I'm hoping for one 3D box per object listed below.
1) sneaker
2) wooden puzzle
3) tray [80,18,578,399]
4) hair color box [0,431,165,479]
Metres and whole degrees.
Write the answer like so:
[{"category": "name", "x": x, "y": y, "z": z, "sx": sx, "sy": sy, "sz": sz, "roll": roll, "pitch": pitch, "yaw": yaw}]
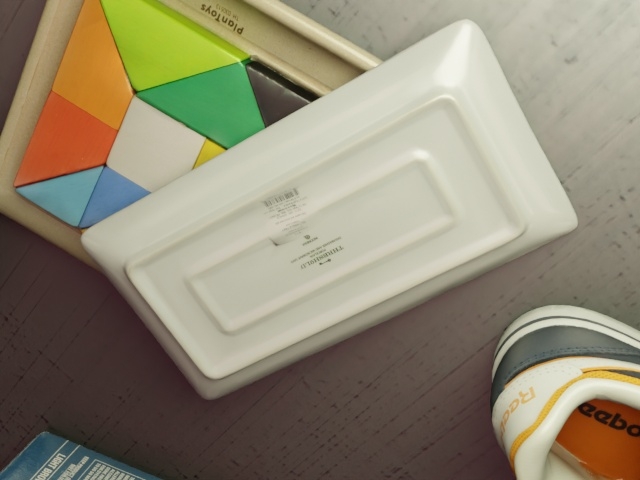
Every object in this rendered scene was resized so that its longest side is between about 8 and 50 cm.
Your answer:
[{"category": "sneaker", "x": 0.246, "y": 0.143, "z": 0.438, "sx": 0.321, "sy": 0.127, "sz": 0.126, "roll": 16, "pitch": 115, "yaw": 9}, {"category": "wooden puzzle", "x": -0.097, "y": -0.056, "z": 0.507, "sx": 0.221, "sy": 0.044, "sz": 0.238, "roll": 31, "pitch": 119, "yaw": 3}, {"category": "tray", "x": 0.000, "y": 0.000, "z": 0.474, "sx": 0.271, "sy": 0.030, "sz": 0.145, "roll": -27, "pitch": 110, "yaw": 16}, {"category": "hair color box", "x": -0.102, "y": 0.302, "z": 0.632, "sx": 0.348, "sy": 0.105, "sz": 0.173, "roll": 20, "pitch": 118, "yaw": 9}]
